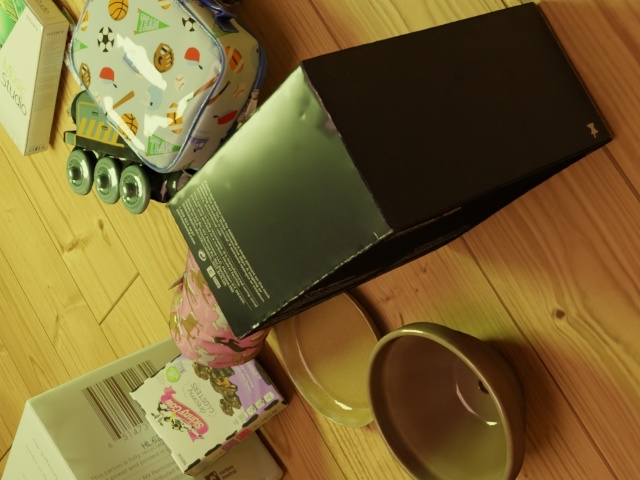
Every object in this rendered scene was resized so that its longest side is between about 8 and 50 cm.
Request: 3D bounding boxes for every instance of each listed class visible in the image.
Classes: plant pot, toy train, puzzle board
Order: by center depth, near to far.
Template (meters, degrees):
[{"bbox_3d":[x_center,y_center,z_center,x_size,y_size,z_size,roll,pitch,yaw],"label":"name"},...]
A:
[{"bbox_3d":[0.177,0.203,1.324,0.237,0.110,0.237,26,126,41],"label":"plant pot"},{"bbox_3d":[0.022,0.160,1.551,0.236,0.032,0.236,25,125,41],"label":"plant pot"},{"bbox_3d":[-0.302,-0.155,1.703,0.334,0.142,0.190,17,108,47],"label":"toy train"},{"bbox_3d":[-0.434,-0.332,1.859,0.128,0.011,0.096,56,141,14],"label":"puzzle board"}]

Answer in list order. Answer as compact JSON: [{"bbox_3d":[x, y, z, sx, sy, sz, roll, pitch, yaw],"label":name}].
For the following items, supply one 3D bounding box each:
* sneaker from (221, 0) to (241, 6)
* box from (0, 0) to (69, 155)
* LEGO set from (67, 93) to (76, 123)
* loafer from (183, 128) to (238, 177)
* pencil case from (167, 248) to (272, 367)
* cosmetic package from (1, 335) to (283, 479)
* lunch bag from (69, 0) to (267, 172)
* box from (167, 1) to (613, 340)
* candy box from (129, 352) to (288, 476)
[{"bbox_3d":[-0.149,-0.375,1.478,0.119,0.047,0.057,47,127,22],"label":"sneaker"},{"bbox_3d":[-0.565,-0.349,1.958,0.232,0.058,0.322,50,139,24],"label":"box"},{"bbox_3d":[-0.440,-0.232,1.905,0.054,0.023,0.083,58,141,11],"label":"LEGO set"},{"bbox_3d":[-0.081,-0.098,1.489,0.302,0.095,0.109,12,117,47],"label":"loafer"},{"bbox_3d":[-0.130,0.051,1.505,0.386,0.167,0.160,115,166,-62],"label":"pencil case"},{"bbox_3d":[-0.332,0.438,1.867,0.327,0.329,0.394,51,140,18],"label":"cosmetic package"},{"bbox_3d":[-0.209,-0.252,1.457,0.303,0.115,0.243,47,121,24],"label":"lunch bag"},{"bbox_3d":[0.069,-0.075,1.125,0.312,0.343,0.179,-36,80,51],"label":"box"},{"bbox_3d":[-0.179,0.256,1.703,0.165,0.196,0.070,51,176,18],"label":"candy box"}]
